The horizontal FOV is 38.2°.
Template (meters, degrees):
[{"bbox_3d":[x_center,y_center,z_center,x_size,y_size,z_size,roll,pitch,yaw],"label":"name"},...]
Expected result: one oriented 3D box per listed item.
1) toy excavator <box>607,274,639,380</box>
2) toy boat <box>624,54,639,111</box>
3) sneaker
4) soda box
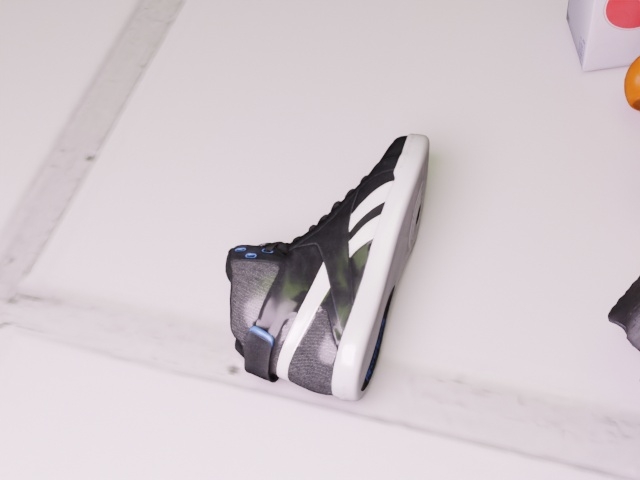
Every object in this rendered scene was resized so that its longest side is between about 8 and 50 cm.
[{"bbox_3d":[0.387,0.115,0.391,0.445,0.433,0.222,36,105,5],"label":"toy excavator"},{"bbox_3d":[0.301,-0.120,0.693,0.151,0.151,0.231,-1,47,45],"label":"toy boat"},{"bbox_3d":[0.000,0.000,0.660,0.121,0.079,0.217,12,59,14],"label":"sneaker"},{"bbox_3d":[0.243,-0.233,0.712,0.074,0.216,0.069,-7,55,3],"label":"soda box"}]
